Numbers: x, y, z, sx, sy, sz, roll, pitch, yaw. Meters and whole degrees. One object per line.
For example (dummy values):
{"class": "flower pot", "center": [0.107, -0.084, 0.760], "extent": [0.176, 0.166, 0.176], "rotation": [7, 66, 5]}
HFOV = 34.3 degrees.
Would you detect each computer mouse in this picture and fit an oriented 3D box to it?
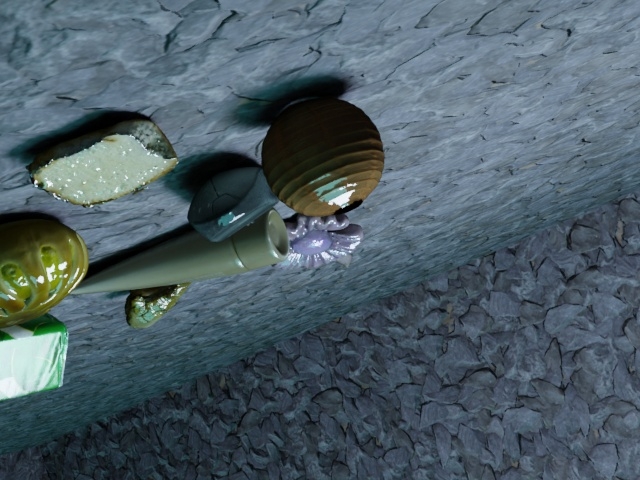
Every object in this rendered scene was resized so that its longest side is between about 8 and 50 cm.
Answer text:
{"class": "computer mouse", "center": [-0.111, -0.051, 1.294], "extent": [0.113, 0.068, 0.229], "rotation": [-33, 179, 2]}

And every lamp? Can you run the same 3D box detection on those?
{"class": "lamp", "center": [0.003, -0.089, 1.127], "extent": [0.136, 0.136, 0.136], "rotation": [-19, 169, -4]}

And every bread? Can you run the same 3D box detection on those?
{"class": "bread", "center": [-0.372, 0.048, 1.230], "extent": [0.213, 0.104, 0.213], "rotation": [-22, 170, -4]}
{"class": "bread", "center": [-0.215, -0.081, 1.025], "extent": [0.129, 0.044, 0.126], "rotation": [-19, 162, 15]}

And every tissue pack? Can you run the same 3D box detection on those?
{"class": "tissue pack", "center": [-0.458, 0.119, 1.365], "extent": [0.148, 0.156, 0.209], "rotation": [22, -162, 35]}

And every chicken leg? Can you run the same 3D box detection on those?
{"class": "chicken leg", "center": [-0.259, 0.084, 1.729], "extent": [0.178, 0.070, 0.093], "rotation": [-30, 161, 15]}

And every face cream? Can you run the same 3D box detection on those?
{"class": "face cream", "center": [-0.215, 0.032, 1.521], "extent": [0.341, 0.084, 0.137], "rotation": [-15, -179, 18]}

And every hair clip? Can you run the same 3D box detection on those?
{"class": "hair clip", "center": [0.003, 0.007, 1.774], "extent": [0.173, 0.069, 0.300], "rotation": [-22, 169, 16]}
